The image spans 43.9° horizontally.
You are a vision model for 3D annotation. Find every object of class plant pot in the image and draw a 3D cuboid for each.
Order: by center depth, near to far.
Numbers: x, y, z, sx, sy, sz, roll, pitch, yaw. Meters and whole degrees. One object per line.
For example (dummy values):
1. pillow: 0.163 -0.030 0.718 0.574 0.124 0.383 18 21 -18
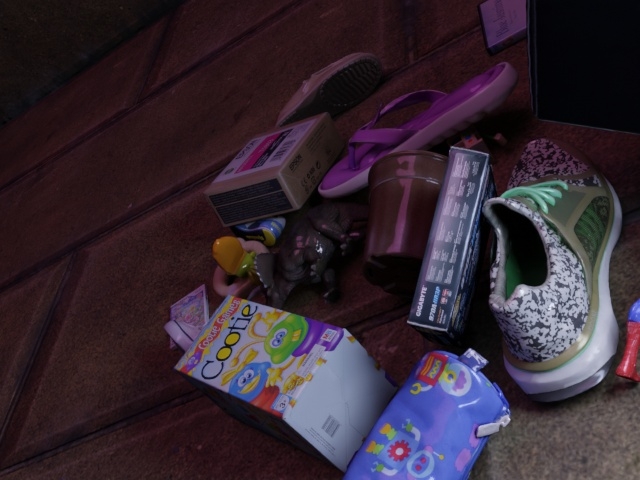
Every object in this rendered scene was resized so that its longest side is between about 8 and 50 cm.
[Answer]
1. plant pot: 0.137 -0.015 1.156 0.166 0.167 0.165 -13 51 38

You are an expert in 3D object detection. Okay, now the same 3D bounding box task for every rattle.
1. rattle: -0.185 0.020 1.468 0.130 0.142 0.200 -55 36 15

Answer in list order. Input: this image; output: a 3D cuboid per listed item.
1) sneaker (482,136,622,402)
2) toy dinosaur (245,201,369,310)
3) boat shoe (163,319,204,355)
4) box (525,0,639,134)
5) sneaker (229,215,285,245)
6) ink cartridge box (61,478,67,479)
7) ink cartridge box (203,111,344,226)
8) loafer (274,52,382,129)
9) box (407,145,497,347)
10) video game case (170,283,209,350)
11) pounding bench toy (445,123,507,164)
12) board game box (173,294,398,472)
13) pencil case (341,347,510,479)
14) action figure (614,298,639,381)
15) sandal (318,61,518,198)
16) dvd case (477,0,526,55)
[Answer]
1. sneaker: 0.272 -0.018 0.978 0.158 0.182 0.411 -21 37 29
2. toy dinosaur: 0.000 0.000 1.307 0.314 0.121 0.160 -51 47 -6
3. boat shoe: -0.182 0.186 1.336 0.075 0.083 0.226 -39 42 -17
4. box: 0.500 -0.356 0.799 0.479 0.297 0.472 12 68 21
5. sneaker: -0.122 -0.026 1.530 0.144 0.053 0.059 9 52 45
6. ink cartridge box: -0.492 0.548 1.246 0.175 0.069 0.371 0 49 46
7. ink cartridge box: -0.087 -0.138 1.537 0.193 0.088 0.235 -11 31 34
8. loafer: 0.008 -0.313 1.678 0.268 0.102 0.092 -34 39 14
9. box: 0.172 0.016 0.995 0.051 0.175 0.221 12 80 19
10. video game case: -0.249 0.144 1.500 0.087 0.011 0.122 -34 33 13
11. pounding bench toy: 0.254 -0.154 1.277 0.083 0.052 0.065 -32 33 16
12. board game box: -0.054 0.191 1.117 0.275 0.144 0.142 9 58 50
13. pencil case: 0.101 0.269 0.887 0.133 0.119 0.306 17 64 44
14. action figure: 0.411 0.028 0.883 0.091 0.139 0.281 5 78 46
15. sandal: 0.145 -0.205 1.357 0.416 0.102 0.169 -28 16 34
16. dvd case: 0.417 -0.457 1.485 0.253 0.022 0.180 -26 36 24
